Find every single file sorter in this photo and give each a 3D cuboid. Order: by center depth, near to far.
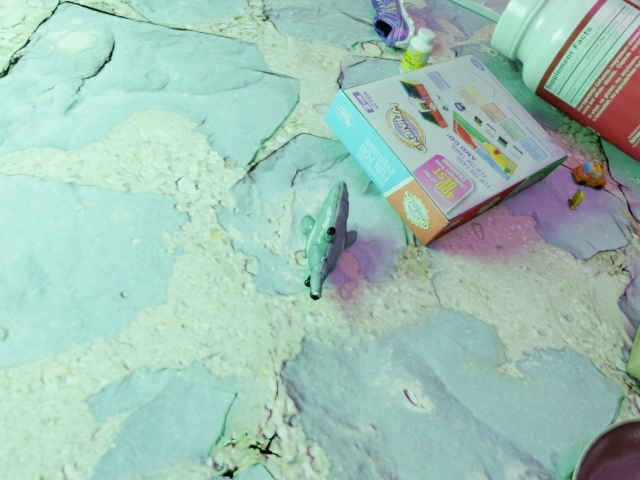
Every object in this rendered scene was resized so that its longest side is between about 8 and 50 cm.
[{"bbox_3d":[0.363,-0.660,1.302,0.278,0.173,0.193,27,47,3],"label":"file sorter"}]

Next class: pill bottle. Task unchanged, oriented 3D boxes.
[{"bbox_3d":[0.174,-0.334,1.010,0.043,0.083,0.043,10,48,-12],"label":"pill bottle"},{"bbox_3d":[0.531,-0.324,1.034,0.408,0.229,0.229,40,49,15],"label":"pill bottle"}]

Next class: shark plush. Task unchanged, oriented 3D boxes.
[{"bbox_3d":[0.000,0.000,0.668,0.073,0.067,0.161,27,47,4],"label":"shark plush"}]

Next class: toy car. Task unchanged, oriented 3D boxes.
[{"bbox_3d":[0.448,-0.090,0.930,0.060,0.040,0.122,27,47,3],"label":"toy car"}]

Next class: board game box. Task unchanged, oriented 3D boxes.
[{"bbox_3d":[0.197,-0.154,0.853,0.317,0.064,0.242,-25,71,-35],"label":"board game box"}]

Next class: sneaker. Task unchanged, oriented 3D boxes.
[{"bbox_3d":[0.128,-0.435,1.095,0.071,0.068,0.170,-6,54,-17],"label":"sneaker"}]

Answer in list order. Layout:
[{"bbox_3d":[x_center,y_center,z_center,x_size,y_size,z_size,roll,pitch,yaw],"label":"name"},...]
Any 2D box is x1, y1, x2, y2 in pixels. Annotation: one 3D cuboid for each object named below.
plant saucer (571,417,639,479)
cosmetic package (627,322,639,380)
[{"bbox_3d":[0.366,0.326,0.536,0.311,0.050,0.310,11,49,-12],"label":"plant saucer"},{"bbox_3d":[0.510,0.074,0.636,0.129,0.296,0.153,38,48,12],"label":"cosmetic package"}]
